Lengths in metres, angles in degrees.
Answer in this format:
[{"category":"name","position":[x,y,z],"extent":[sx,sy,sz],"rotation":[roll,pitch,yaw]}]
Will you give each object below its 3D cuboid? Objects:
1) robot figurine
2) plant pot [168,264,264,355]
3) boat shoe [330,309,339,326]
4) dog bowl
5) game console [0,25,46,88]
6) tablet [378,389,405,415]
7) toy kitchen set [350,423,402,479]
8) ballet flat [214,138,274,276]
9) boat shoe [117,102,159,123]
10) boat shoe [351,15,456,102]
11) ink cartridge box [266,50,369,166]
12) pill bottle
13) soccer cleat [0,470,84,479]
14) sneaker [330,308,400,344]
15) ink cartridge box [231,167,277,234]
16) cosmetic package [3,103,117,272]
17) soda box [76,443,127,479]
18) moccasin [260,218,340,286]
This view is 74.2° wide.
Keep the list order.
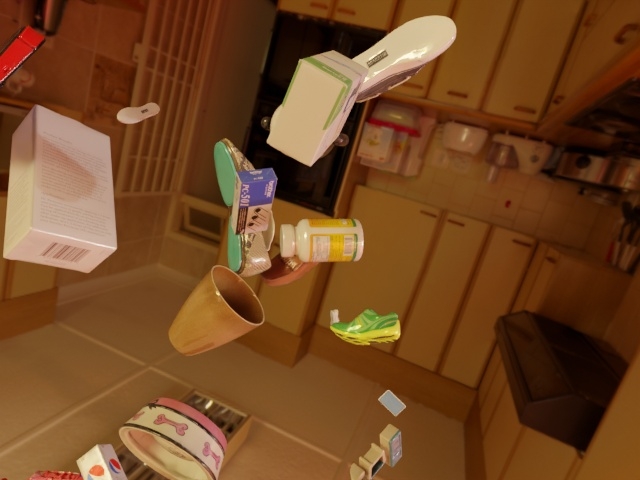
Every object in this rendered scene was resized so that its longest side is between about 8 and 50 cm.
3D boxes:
[{"category":"robot figurine","position":[-0.045,-0.323,1.259],"extent":[0.209,0.173,0.278],"rotation":[-25,-176,14]},{"category":"plant pot","position":[-0.355,0.247,1.358],"extent":[0.237,0.254,0.237],"rotation":[50,-171,-10]},{"category":"boat shoe","position":[0.062,0.331,1.759],"extent":[0.035,0.100,0.035],"rotation":[-12,-160,-24]},{"category":"dog bowl","position":[-0.533,0.752,1.583],"extent":[0.409,0.407,0.150],"rotation":[19,-138,12]},{"category":"game console","position":[-0.921,-0.425,1.161],"extent":[0.387,0.341,0.060],"rotation":[8,156,43]},{"category":"tablet","position":[0.251,0.569,1.482],"extent":[0.083,0.054,0.006],"rotation":[43,-169,7]},{"category":"toy kitchen set","position":[0.202,0.668,1.195],"extent":[0.166,0.122,0.207],"rotation":[21,-140,41]},{"category":"ballet flat","position":[-0.257,-0.116,1.501],"extent":[0.182,0.481,0.164],"rotation":[-7,177,-37]},{"category":"boat shoe","position":[-0.559,-0.384,1.299],"extent":[0.040,0.049,0.142],"rotation":[-24,-170,45]},{"category":"boat shoe","position":[0.184,-0.427,1.032],"extent":[0.301,0.108,0.102],"rotation":[-25,162,21]},{"category":"ink cartridge box","position":[0.002,-0.250,0.777],"extent":[0.093,0.154,0.212],"rotation":[28,-149,-1]},{"category":"pill bottle","position":[0.000,0.000,1.130],"extent":[0.209,0.117,0.117],"rotation":[-1,-165,-11]},{"category":"soccer cleat","position":[-0.854,0.784,1.348],"extent":[0.319,0.116,0.108],"rotation":[-8,164,-15]},{"category":"sneaker","position":[0.176,0.332,1.638],"extent":[0.296,0.123,0.109],"rotation":[-9,140,33]},{"category":"ink cartridge box","position":[-0.184,-0.101,1.148],"extent":[0.097,0.207,0.046],"rotation":[-11,-125,-25]},{"category":"cosmetic package","position":[-0.761,-0.151,1.249],"extent":[0.230,0.162,0.452],"rotation":[24,-139,-51]},{"category":"soda box","position":[-0.592,0.685,1.183],"extent":[0.216,0.074,0.069],"rotation":[47,171,25]},{"category":"moccasin","position":[-0.062,0.042,1.616],"extent":[0.380,0.146,0.139],"rotation":[-28,-127,-12]}]
